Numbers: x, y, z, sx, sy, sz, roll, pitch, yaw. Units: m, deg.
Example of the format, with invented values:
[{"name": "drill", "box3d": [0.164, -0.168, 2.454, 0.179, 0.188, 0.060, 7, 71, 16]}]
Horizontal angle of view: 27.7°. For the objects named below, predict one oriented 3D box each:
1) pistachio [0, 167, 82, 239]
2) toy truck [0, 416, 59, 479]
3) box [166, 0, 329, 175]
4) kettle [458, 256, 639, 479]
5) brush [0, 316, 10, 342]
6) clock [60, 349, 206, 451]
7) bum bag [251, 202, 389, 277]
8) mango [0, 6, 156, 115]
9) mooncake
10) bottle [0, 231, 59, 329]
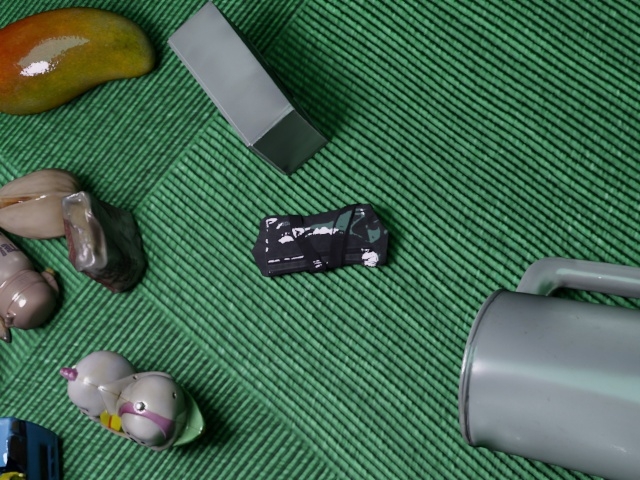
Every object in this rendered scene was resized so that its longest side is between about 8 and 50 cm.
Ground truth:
[{"name": "pistachio", "box3d": [-0.411, -0.051, 1.899, 0.149, 0.113, 0.113, -10, 71, 16]}, {"name": "toy truck", "box3d": [-0.433, 0.435, 1.731, 0.161, 0.162, 0.384, -11, 72, 19]}, {"name": "box", "box3d": [-0.101, -0.208, 1.805, 0.086, 0.129, 0.225, -41, 63, 6]}, {"name": "kettle", "box3d": [0.343, 0.146, 1.476, 0.318, 0.205, 0.265, 8, 80, 27]}, {"name": "brush", "box3d": [-0.512, 0.081, 1.953, 0.070, 0.021, 0.196, -41, 66, 5]}, {"name": "clock", "box3d": [-0.250, 0.213, 1.732, 0.231, 0.144, 0.103, 18, 83, 25]}, {"name": "bum bag", "box3d": [0.000, 0.000, 1.749, 0.198, 0.049, 0.087, -8, 96, 20]}, {"name": "mango", "box3d": [-0.396, -0.277, 1.955, 0.289, 0.129, 0.146, -20, 66, 7]}, {"name": "mooncake", "box3d": [-0.313, 0.005, 1.832, 0.073, 0.125, 0.130, -29, 62, 18]}, {"name": "bottle", "box3d": [-0.471, 0.042, 1.899, 0.209, 0.097, 0.110, 39, 52, 19]}]
